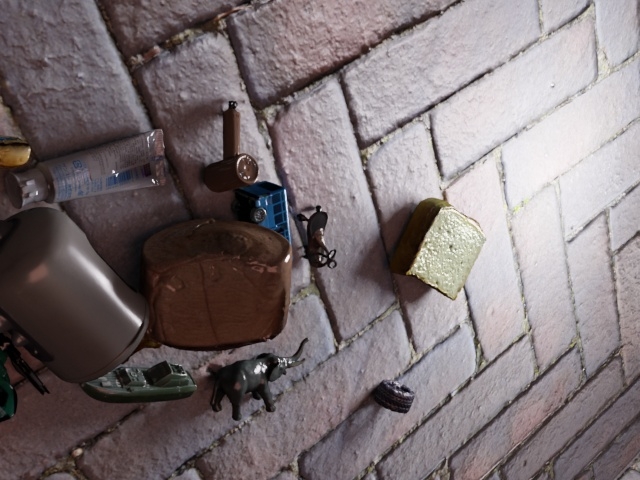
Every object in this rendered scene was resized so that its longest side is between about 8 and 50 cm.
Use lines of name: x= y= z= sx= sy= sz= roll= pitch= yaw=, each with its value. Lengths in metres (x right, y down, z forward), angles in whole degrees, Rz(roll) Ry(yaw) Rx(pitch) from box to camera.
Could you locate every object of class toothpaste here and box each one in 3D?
toothpaste: x=-0.411 y=-0.124 z=1.402 sx=0.299 sy=0.073 sz=0.114 roll=-20 pitch=119 yaw=-40

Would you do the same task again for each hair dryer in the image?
hair dryer: x=-0.180 y=-0.191 z=1.550 sx=0.064 sy=0.117 sz=0.181 roll=9 pitch=77 yaw=-44

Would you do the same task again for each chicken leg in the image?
chicken leg: x=-0.365 y=0.206 z=1.574 sx=0.178 sy=0.070 sz=0.093 roll=-3 pitch=132 yaw=-42

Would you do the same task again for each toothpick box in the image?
toothpick box: x=-0.469 y=0.088 z=1.336 sx=0.229 sy=0.229 sz=0.316 roll=-45 pitch=129 yaw=-16

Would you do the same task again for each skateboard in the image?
skateboard: x=0.000 y=0.000 z=1.771 sx=0.067 sy=0.080 sz=0.151 roll=-28 pitch=126 yaw=-35

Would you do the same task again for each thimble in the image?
thimble: x=0.201 y=0.423 z=2.097 sx=0.104 sy=0.095 sz=0.066 roll=12 pitch=102 yaw=-56

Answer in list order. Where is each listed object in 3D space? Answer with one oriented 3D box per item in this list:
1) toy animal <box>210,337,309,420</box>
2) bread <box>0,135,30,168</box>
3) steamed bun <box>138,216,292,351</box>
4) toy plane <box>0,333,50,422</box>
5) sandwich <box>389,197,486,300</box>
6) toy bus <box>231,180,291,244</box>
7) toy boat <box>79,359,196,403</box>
toy animal: x=-0.136 y=0.324 z=1.792 sx=0.270 sy=0.082 sz=0.137 roll=-17 pitch=119 yaw=-33
bread: x=-0.539 y=-0.147 z=1.278 sx=0.106 sy=0.072 sz=0.053 roll=-6 pitch=111 yaw=-39
steamed bun: x=-0.211 y=0.076 z=1.551 sx=0.301 sy=0.199 sz=0.251 roll=0 pitch=126 yaw=-7
toy plane: x=-0.616 y=0.198 z=1.345 sx=0.155 sy=0.106 sz=0.381 roll=-44 pitch=129 yaw=-25
sandwich: x=0.310 y=0.020 z=2.026 sx=0.251 sy=0.087 sz=0.226 roll=26 pitch=92 yaw=-45
toy bus: x=-0.119 y=-0.026 z=1.657 sx=0.106 sy=0.090 sz=0.184 roll=-23 pitch=120 yaw=-34
toy boat: x=-0.372 y=0.287 z=1.587 sx=0.260 sy=0.078 sz=0.085 roll=9 pitch=119 yaw=-42
